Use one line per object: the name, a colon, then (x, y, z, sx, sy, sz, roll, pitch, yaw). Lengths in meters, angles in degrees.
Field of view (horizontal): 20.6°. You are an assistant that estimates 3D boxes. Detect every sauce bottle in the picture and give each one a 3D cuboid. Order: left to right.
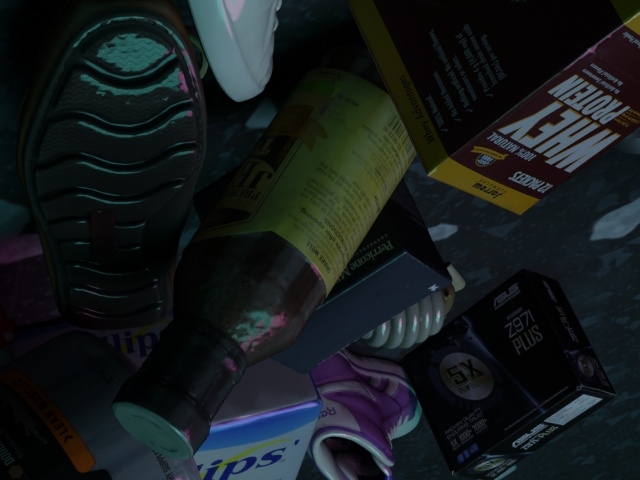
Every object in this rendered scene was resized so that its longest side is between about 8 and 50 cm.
sauce bottle: (-0.036, 0.005, 1.310, 0.344, 0.111, 0.111, -58, 165, -28)

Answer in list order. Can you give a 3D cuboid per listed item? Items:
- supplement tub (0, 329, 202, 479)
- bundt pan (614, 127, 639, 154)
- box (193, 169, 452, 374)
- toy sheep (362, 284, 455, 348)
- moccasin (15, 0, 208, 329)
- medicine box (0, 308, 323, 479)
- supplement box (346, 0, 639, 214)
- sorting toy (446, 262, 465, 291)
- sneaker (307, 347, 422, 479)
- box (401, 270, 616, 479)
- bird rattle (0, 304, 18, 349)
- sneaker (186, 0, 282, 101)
supplement tub: (-0.272, 0.230, 1.343, 0.338, 0.207, 0.207, -31, 156, -25)
bundt pan: (0.332, -0.186, 1.437, 0.330, 0.124, 0.331, -19, 151, -11)
box: (0.000, 0.000, 1.465, 0.156, 0.158, 0.093, -33, 150, 15)
toy sheep: (0.070, 0.062, 1.691, 0.132, 0.091, 0.091, -13, 149, -17)
moccasin: (-0.146, -0.072, 1.281, 0.139, 0.147, 0.380, -5, 153, -3)
medicine box: (-0.164, 0.191, 1.673, 0.263, 0.149, 0.289, -12, 150, -20)
supplement box: (0.149, -0.160, 1.274, 0.194, 0.191, 0.129, -37, 148, 24)
sorting toy: (0.119, 0.055, 1.792, 0.062, 0.012, 0.083, -29, 150, 9)
sneaker: (0.042, 0.202, 1.832, 0.102, 0.161, 0.282, -35, 150, 17)
box: (0.197, 0.145, 1.859, 0.180, 0.147, 0.077, -38, 148, 26)
bird rattle: (-0.377, 0.087, 1.381, 0.253, 0.143, 0.207, -36, 133, 15)
sneaker: (-0.040, -0.198, 1.162, 0.123, 0.106, 0.290, -18, 149, -4)
